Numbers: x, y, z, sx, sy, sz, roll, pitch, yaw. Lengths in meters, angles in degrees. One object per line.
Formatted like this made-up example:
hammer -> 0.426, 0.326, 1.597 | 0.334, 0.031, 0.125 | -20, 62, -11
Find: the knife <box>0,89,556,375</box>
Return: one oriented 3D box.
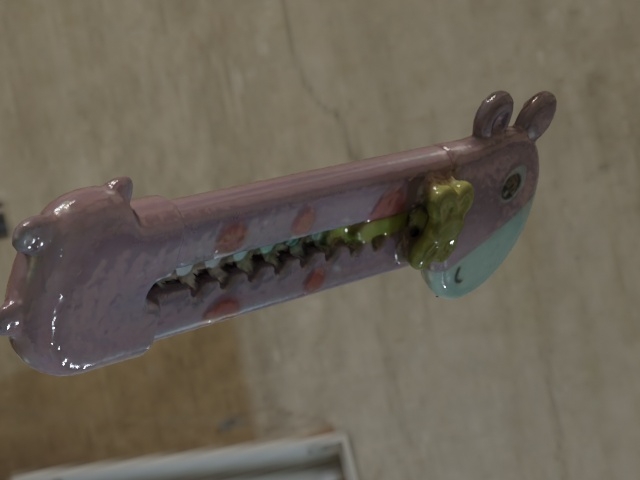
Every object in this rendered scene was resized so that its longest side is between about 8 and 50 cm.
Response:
knife -> 0.000, 0.000, 0.817 | 0.038, 0.398, 0.132 | 31, -63, 32
